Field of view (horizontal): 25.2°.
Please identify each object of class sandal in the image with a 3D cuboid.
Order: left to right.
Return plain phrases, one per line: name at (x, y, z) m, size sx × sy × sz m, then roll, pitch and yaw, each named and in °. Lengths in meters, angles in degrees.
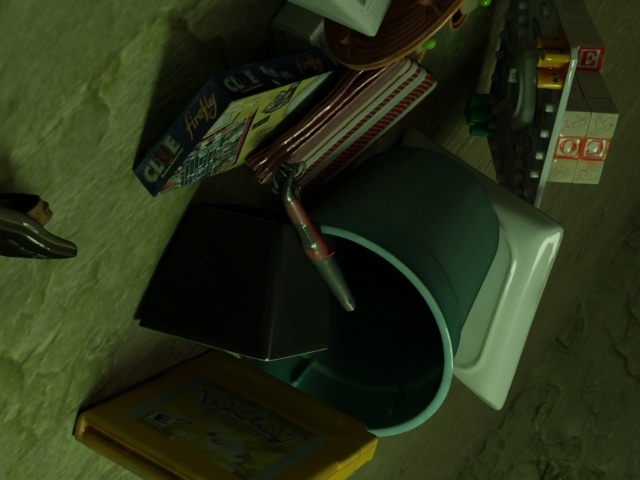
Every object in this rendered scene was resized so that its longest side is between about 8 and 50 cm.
sandal at (-0.306, -0.025, 1.402) m, size 0.219 × 0.090 × 0.060 m, roll 37°, pitch 58°, yaw -61°

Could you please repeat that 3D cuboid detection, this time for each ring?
ring at (0.105, -0.349, 1.623) m, size 0.032 × 0.336 × 0.336 m, roll 28°, pitch 89°, yaw -28°

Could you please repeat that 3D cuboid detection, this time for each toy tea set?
toy tea set at (0.150, -0.304, 2.013) m, size 0.336 × 0.124 × 0.200 m, roll -47°, pitch 153°, yaw -36°

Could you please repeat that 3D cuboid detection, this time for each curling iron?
curling iron at (0.000, 0.000, 1.788) m, size 0.274 × 0.035 × 0.068 m, roll 62°, pitch 34°, yaw -42°

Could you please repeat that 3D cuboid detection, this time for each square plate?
square plate at (0.200, 0.046, 2.278) m, size 0.049 × 0.344 × 0.347 m, roll -14°, pitch 130°, yaw -42°

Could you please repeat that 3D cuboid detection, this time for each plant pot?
plant pot at (-0.095, 0.044, 1.823) m, size 0.187 × 0.188 × 0.167 m, roll -2°, pitch 103°, yaw -66°
plant pot at (0.087, 0.046, 2.060) m, size 0.334 × 0.341 × 0.341 m, roll -51°, pitch 157°, yaw -50°

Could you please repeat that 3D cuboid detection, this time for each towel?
towel at (0.039, -0.157, 1.884) m, size 0.237 × 0.037 × 0.329 m, roll -40°, pitch 172°, yaw 10°

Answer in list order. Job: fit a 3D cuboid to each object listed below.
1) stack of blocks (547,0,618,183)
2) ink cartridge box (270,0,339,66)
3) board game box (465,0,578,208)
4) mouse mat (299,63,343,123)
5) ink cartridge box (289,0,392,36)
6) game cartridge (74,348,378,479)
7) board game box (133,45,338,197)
stack of blocks at (0.384, -0.242, 2.251) m, size 0.297 × 0.087 × 0.171 m, roll -96°, pitch -169°, yaw -53°
ink cartridge box at (0.009, -0.286, 1.813) m, size 0.150 × 0.063 × 0.109 m, roll -55°, pitch 157°, yaw -20°
board game box at (0.310, -0.239, 2.286) m, size 0.390 × 0.050 × 0.390 m, roll -96°, pitch -169°, yaw -50°
mouse mat at (0.025, -0.241, 1.981) m, size 0.189 × 0.007 × 0.152 m, roll -48°, pitch 154°, yaw -37°
ink cartridge box at (-0.021, -0.366, 1.468) m, size 0.198 × 0.197 × 0.270 m, roll -63°, pitch 159°, yaw 1°
game cartridge at (-0.110, 0.251, 1.858) m, size 0.324 × 0.285 × 0.052 m, roll -25°, pitch 136°, yaw -59°
board game box at (-0.096, -0.143, 1.684) m, size 0.165 × 0.042 × 0.243 m, roll -47°, pitch 169°, yaw 31°
